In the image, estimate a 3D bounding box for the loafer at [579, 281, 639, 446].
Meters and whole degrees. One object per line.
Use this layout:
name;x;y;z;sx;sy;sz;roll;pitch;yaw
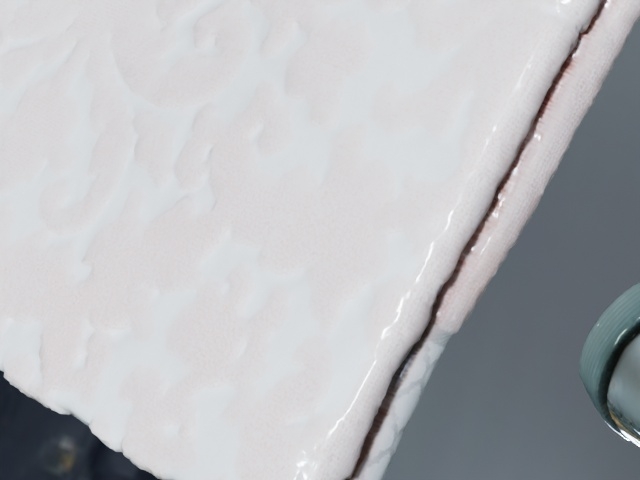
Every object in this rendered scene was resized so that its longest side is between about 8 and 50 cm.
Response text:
loafer;0.222;0.094;0.707;0.096;0.267;0.084;-62;24;20

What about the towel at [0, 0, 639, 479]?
towel;-0.031;-0.071;0.731;0.053;0.332;0.317;30;-93;-45
